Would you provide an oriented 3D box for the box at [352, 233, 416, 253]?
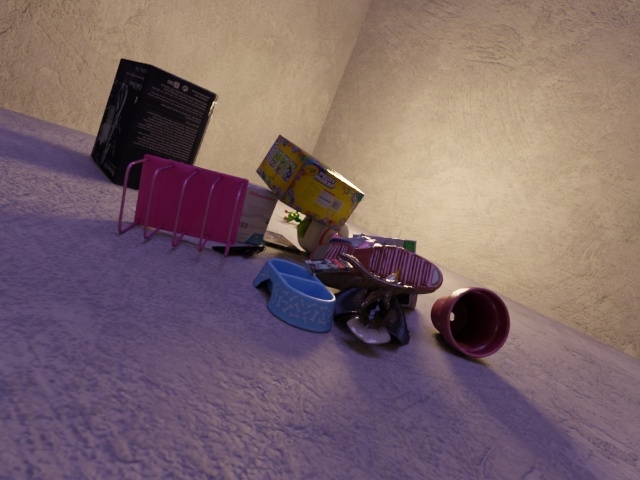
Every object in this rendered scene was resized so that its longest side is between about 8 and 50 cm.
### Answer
[{"bbox_3d":[0.225,0.061,1.571,0.231,0.126,0.262,6,-5,5],"label":"box"}]

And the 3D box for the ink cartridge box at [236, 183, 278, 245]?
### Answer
[{"bbox_3d":[-0.258,-0.098,1.479,0.148,0.203,0.086,14,13,-45],"label":"ink cartridge box"}]

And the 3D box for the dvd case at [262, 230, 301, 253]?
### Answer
[{"bbox_3d":[-0.193,-0.007,1.699,0.165,0.018,0.221,17,10,-31],"label":"dvd case"}]

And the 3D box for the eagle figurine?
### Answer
[{"bbox_3d":[0.141,0.165,1.062,0.225,0.298,0.226,-17,65,-13],"label":"eagle figurine"}]

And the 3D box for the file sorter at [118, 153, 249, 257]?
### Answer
[{"bbox_3d":[-0.364,-0.090,1.112,0.291,0.202,0.182,13,14,-9],"label":"file sorter"}]

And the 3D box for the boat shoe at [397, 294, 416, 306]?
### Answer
[{"bbox_3d":[0.255,0.166,1.441,0.158,0.127,0.340,8,-7,19],"label":"boat shoe"}]

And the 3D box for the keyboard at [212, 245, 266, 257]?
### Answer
[{"bbox_3d":[-0.249,0.035,1.311,0.100,0.038,0.192,0,0,26],"label":"keyboard"}]

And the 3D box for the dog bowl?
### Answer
[{"bbox_3d":[-0.063,0.126,1.042,0.166,0.074,0.297,17,9,-27],"label":"dog bowl"}]

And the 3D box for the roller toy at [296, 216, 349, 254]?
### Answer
[{"bbox_3d":[0.017,-0.020,1.703,0.209,0.191,0.146,-30,39,-25],"label":"roller toy"}]

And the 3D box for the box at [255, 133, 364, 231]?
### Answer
[{"bbox_3d":[-0.044,-0.214,1.541,0.290,0.177,0.279,26,14,-38],"label":"box"}]

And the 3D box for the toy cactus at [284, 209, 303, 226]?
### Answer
[{"bbox_3d":[-0.109,-0.122,2.369,0.181,0.112,0.219,28,-4,-30],"label":"toy cactus"}]

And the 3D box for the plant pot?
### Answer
[{"bbox_3d":[0.434,0.237,1.257,0.201,0.201,0.180,20,-7,-10],"label":"plant pot"}]

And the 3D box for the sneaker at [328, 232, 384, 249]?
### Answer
[{"bbox_3d":[0.181,0.032,1.396,0.319,0.112,0.131,6,54,-6],"label":"sneaker"}]

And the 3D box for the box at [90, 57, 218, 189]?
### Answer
[{"bbox_3d":[-0.735,-0.489,1.790,0.297,0.471,0.480,12,13,-42],"label":"box"}]

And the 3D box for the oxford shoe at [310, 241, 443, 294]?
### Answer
[{"bbox_3d":[0.168,0.105,1.261,0.397,0.146,0.140,11,47,20],"label":"oxford shoe"}]

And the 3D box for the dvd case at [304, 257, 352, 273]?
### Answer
[{"bbox_3d":[0.020,0.070,1.159,0.120,0.013,0.087,-2,16,-16],"label":"dvd case"}]
